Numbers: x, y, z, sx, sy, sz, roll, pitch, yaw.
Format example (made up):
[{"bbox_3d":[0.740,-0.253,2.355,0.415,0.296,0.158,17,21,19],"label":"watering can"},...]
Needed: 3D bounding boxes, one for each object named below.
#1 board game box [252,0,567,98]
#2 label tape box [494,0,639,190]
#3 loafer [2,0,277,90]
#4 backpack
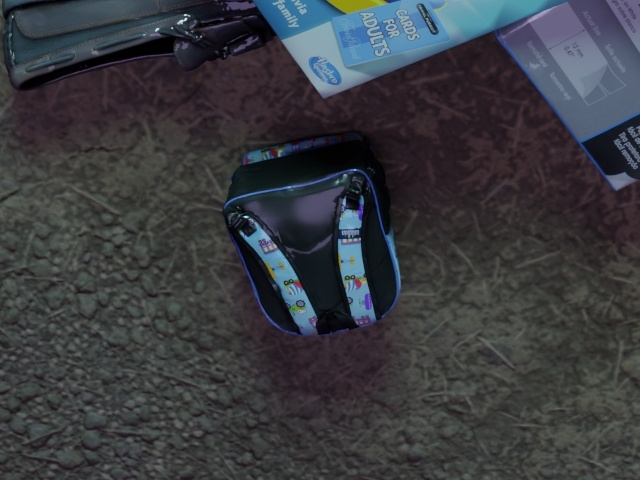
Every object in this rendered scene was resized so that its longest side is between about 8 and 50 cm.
[{"bbox_3d":[0.085,-0.275,1.262,0.336,0.079,0.254,-20,130,24],"label":"board game box"},{"bbox_3d":[0.341,-0.218,1.402,0.347,0.115,0.249,-27,137,19],"label":"label tape box"},{"bbox_3d":[-0.140,-0.184,1.476,0.302,0.109,0.095,-1,77,10],"label":"loafer"},{"bbox_3d":[0.000,0.000,1.585,0.158,0.117,0.173,-14,119,10],"label":"backpack"}]
